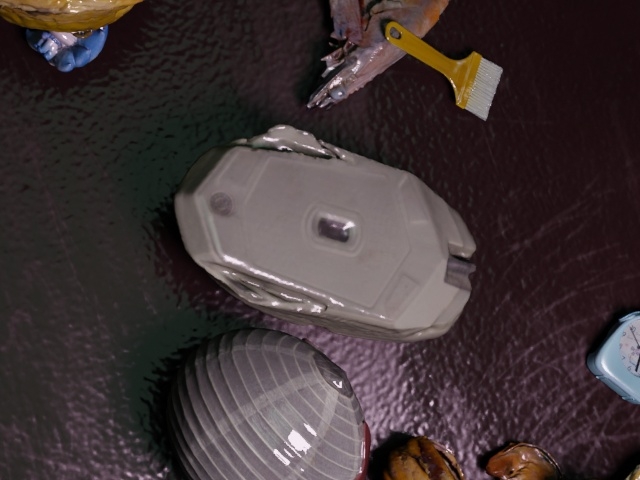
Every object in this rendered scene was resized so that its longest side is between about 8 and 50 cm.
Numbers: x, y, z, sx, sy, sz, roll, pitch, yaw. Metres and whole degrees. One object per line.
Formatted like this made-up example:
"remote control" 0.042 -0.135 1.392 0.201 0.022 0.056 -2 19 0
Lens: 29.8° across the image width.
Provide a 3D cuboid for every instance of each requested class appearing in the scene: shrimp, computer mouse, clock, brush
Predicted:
"shrimp" 0.059 -0.308 1.637 0.164 0.062 0.317 40 72 -2
"shrimp" 0.217 0.368 1.591 0.262 0.066 0.117 -30 77 -30
"computer mouse" 0.001 0.001 1.544 0.428 0.145 0.228 16 72 -24
"clock" 0.450 0.148 1.684 0.108 0.045 0.147 39 75 -7
"brush" 0.165 -0.243 1.644 0.205 0.011 0.083 26 77 -30

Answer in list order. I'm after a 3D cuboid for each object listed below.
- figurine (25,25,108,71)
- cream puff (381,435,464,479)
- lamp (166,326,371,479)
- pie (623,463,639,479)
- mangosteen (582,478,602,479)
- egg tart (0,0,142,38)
"figurine" -0.312 -0.265 1.527 0.114 0.079 0.114 -13 53 18
"cream puff" 0.136 0.321 1.550 0.104 0.119 0.133 -31 79 6
"lamp" -0.057 0.226 1.452 0.233 0.233 0.265 -30 77 -15
"pie" 0.478 0.401 1.632 0.201 0.090 0.248 31 82 6
"mangosteen" 0.355 0.383 1.527 0.199 0.200 0.200 2 83 -14
"egg tart" -0.325 -0.334 1.470 0.290 0.115 0.290 5 40 -4
